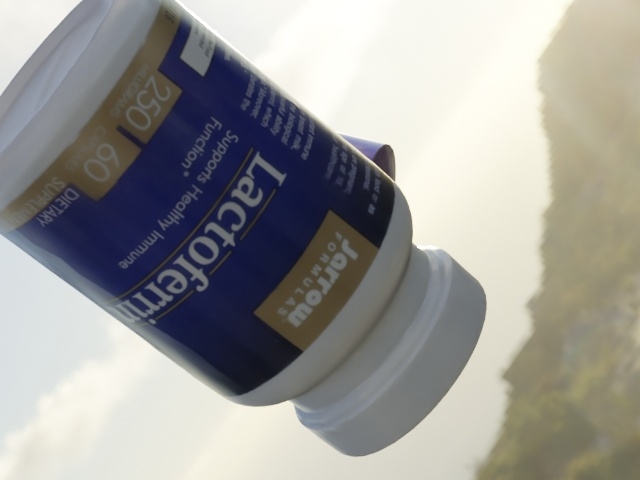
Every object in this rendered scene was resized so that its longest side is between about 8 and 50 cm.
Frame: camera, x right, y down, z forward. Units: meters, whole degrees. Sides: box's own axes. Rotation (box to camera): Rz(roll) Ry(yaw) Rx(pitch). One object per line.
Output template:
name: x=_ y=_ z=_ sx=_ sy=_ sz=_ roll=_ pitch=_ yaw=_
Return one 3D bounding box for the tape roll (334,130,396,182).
tape roll: x=0.000 y=0.000 z=1.527 sx=0.189 sy=0.080 sz=0.189 roll=14 pitch=-90 yaw=-78

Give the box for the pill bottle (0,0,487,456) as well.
pill bottle: x=-0.047 y=-0.006 z=0.960 sx=0.153 sy=0.265 sz=0.153 roll=-44 pitch=21 yaw=22
